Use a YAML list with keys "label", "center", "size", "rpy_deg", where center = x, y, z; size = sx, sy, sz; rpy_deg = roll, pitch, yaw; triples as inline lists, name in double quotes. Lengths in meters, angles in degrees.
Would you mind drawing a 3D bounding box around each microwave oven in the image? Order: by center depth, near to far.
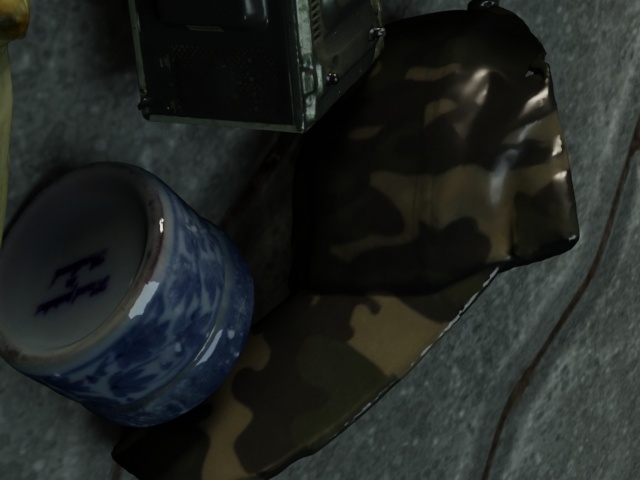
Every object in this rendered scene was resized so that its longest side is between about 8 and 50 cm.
- label: "microwave oven"
  center: [-0.035, -0.188, 0.788]
  size: [0.163, 0.129, 0.205]
  rpy_deg: [-55, 146, -55]

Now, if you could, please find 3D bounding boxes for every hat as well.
- label: "hat"
  center: [0.000, 0.000, 0.913]
  size: [0.381, 0.366, 0.257]
  rpy_deg: [-22, 88, -11]

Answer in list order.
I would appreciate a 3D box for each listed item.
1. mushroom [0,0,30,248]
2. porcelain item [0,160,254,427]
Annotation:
- label: "mushroom"
  center: [-0.230, -0.012, 0.725]
  size: [0.100, 0.081, 0.312]
  rpy_deg: [2, 114, -27]
- label: "porcelain item"
  center: [-0.124, 0.037, 0.813]
  size: [0.147, 0.147, 0.114]
  rpy_deg: [-58, 137, -9]
